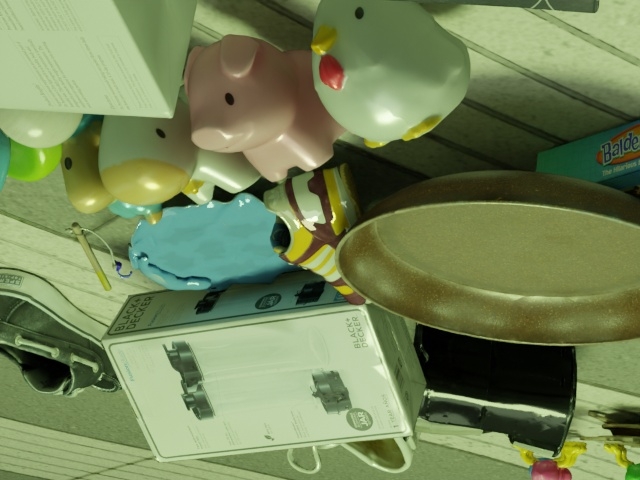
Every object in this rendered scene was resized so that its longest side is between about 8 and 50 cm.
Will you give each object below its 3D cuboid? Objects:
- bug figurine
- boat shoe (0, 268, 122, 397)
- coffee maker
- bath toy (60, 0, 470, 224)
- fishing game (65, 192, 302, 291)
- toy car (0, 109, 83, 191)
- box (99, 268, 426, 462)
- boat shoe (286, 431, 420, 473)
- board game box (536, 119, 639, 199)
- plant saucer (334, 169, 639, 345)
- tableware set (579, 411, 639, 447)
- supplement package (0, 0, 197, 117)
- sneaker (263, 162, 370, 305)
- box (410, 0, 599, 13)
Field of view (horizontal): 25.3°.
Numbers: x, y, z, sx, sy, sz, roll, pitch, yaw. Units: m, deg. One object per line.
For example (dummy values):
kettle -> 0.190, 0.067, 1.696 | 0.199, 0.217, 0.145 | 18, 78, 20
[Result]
bug figurine -> 0.357, 0.290, 1.773 | 0.279, 0.072, 0.216 | 0, 169, 27
boat shoe -> -0.309, 0.138, 1.689 | 0.108, 0.102, 0.301 | 0, 156, 19
coffee maker -> 0.183, 0.155, 1.529 | 0.178, 0.120, 0.171 | 7, 156, 4
bath toy -> -0.054, -0.101, 1.020 | 0.348, 0.151, 0.129 | -16, 112, 44
fishing game -> -0.090, -0.002, 1.342 | 0.264, 0.041, 0.189 | -9, 153, 6
toy car -> -0.274, -0.099, 1.039 | 0.159, 0.136, 0.182 | -20, 117, 48
box -> -0.056, 0.124, 1.448 | 0.289, 0.087, 0.169 | -10, 119, 21
boat shoe -> 0.005, 0.181, 1.602 | 0.135, 0.157, 0.367 | -6, 151, 29
board game box -> 0.297, -0.045, 1.107 | 0.160, 0.047, 0.210 | 25, 152, -35
plant saucer -> 0.168, 0.015, 1.173 | 0.310, 0.050, 0.311 | 8, 158, 3
tableware set -> 0.421, 0.227, 1.719 | 0.194, 0.039, 0.128 | -6, 165, 45
supplement package -> -0.192, -0.184, 0.828 | 0.203, 0.149, 0.194 | 4, 157, 11
sneaker -> 0.000, 0.000, 1.259 | 0.083, 0.070, 0.185 | -12, 143, 3
box -> 0.061, -0.227, 0.644 | 0.163, 0.142, 0.247 | 5, 157, 9
